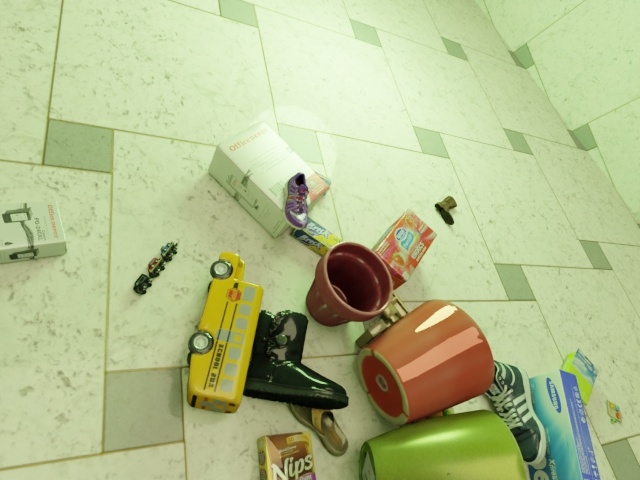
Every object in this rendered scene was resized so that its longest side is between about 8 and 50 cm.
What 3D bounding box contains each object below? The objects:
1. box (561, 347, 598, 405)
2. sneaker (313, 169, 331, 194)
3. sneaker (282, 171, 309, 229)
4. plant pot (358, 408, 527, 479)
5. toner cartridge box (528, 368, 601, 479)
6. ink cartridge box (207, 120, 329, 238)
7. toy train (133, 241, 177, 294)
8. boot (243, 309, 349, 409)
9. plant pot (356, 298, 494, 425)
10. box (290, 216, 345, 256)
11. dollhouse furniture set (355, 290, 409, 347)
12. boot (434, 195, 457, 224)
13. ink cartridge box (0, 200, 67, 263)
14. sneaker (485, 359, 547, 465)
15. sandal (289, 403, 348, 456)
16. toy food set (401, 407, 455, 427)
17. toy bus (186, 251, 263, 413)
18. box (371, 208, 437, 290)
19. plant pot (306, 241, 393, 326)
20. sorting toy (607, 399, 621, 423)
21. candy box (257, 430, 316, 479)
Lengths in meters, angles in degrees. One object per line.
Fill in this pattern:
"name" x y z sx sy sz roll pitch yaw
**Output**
"box" 0.877 0.464 1.503 0.109 0.042 0.178 50 49 6
"sneaker" -0.033 -0.188 1.388 0.144 0.053 0.059 21 54 -16
"sneaker" -0.059 -0.107 1.151 0.068 0.071 0.170 8 60 -28
"plant pot" 0.243 0.517 0.970 0.293 0.275 0.275 4 57 -10
"toner cartridge box" 0.658 0.555 1.231 0.075 0.165 0.348 22 51 -17
"ink cartridge box" -0.147 -0.179 1.269 0.283 0.117 0.207 45 49 2
"toy train" -0.384 0.060 1.032 0.036 0.027 0.158 26 50 0
"boot" -0.047 0.266 1.018 0.246 0.094 0.207 8 55 3
"plant pot" 0.242 0.310 1.097 0.243 0.275 0.275 -18 70 -27
"box" 0.000 0.000 1.281 0.169 0.054 0.059 34 48 -6
"dollhouse furniture set" 0.140 0.191 1.197 0.151 0.144 0.123 -29 72 -25
"boot" 0.492 -0.116 1.668 0.114 0.037 0.106 -24 76 -44
"ink cartridge box" -0.620 -0.019 0.916 0.150 0.063 0.109 -11 66 -35
"sneaker" 0.532 0.473 1.252 0.153 0.099 0.282 27 43 -20
"sandal" 0.004 0.413 1.012 0.180 0.049 0.072 48 49 5
"toy food set" 0.300 0.486 1.147 0.192 0.038 0.132 -2 61 -32
"toy bus" -0.210 0.193 0.977 0.130 0.108 0.333 14 53 -9
"box" 0.235 0.035 1.352 0.128 0.122 0.257 43 48 2
"plant pot" 0.057 0.132 1.143 0.201 0.180 0.201 15 53 -21
"sorting toy" 1.013 0.598 1.516 0.062 0.012 0.083 33 49 -9
"candy box" -0.066 0.500 0.911 0.109 0.053 0.187 6 56 -27
